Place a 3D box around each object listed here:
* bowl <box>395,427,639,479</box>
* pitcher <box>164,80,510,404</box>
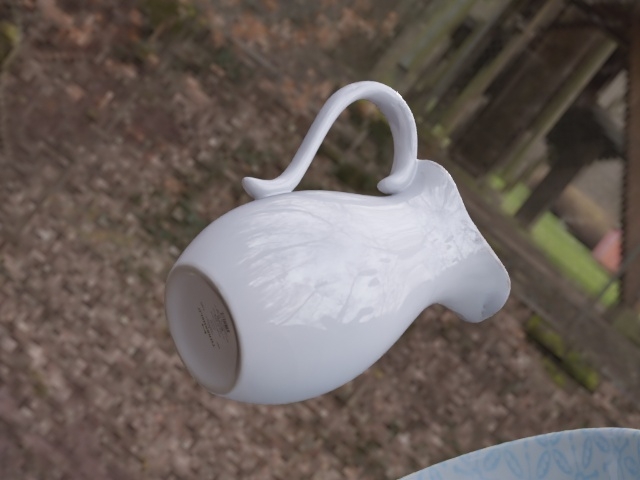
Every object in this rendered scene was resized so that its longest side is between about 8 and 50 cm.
[{"bbox_3d":[0.102,0.241,0.958,0.289,0.290,0.156,-84,154,-81],"label":"bowl"},{"bbox_3d":[0.000,0.000,1.015,0.125,0.207,0.177,-27,-96,55],"label":"pitcher"}]
